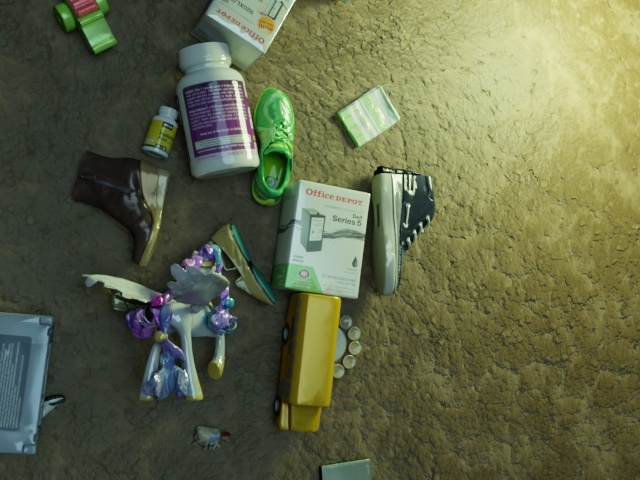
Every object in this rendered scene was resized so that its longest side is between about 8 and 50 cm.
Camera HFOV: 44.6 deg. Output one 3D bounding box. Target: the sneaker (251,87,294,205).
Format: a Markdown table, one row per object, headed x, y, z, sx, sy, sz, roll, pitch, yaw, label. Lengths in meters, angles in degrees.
| x | y | z | sx | sy | sz | roll | pitch | yaw | label |
| --- | --- | --- | --- | --- | --- | --- | --- | --- | --- |
| -0.105 | -0.235 | 1.933 | 0.110 | 0.123 | 0.295 | 4 | 84 | -21 | sneaker |

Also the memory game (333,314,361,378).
| x | y | z | sx | sy | sz | roll | pitch | yaw | label |
| --- | --- | --- | --- | --- | --- | --- | --- | --- | --- |
| 0.019 | 0.266 | 2.001 | 0.186 | 0.012 | 0.186 | 2 | 86 | -21 | memory game |

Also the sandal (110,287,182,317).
| x | y | z | sx | sy | sz | roll | pitch | yaw | label |
| --- | --- | --- | --- | --- | --- | --- | --- | --- | --- |
| -0.407 | 0.142 | 1.830 | 0.180 | 0.049 | 0.072 | -6 | 95 | -36 | sandal |

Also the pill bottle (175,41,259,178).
| x | y | z | sx | sy | sz | roll | pitch | yaw | label |
| --- | --- | --- | --- | --- | --- | --- | --- | --- | --- |
| -0.251 | -0.307 | 1.858 | 0.169 | 0.169 | 0.301 | -11 | 90 | -22 | pill bottle |

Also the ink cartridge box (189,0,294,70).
| x | y | z | sx | sy | sz | roll | pitch | yaw | label |
| --- | --- | --- | --- | --- | --- | --- | --- | --- | --- |
| -0.177 | -0.570 | 1.907 | 0.171 | 0.168 | 0.232 | 31 | 76 | -17 | ink cartridge box |

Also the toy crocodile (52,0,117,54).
| x | y | z | sx | sy | sz | roll | pitch | yaw | label |
| --- | --- | --- | --- | --- | --- | --- | --- | --- | --- |
| -0.574 | -0.592 | 1.788 | 0.115 | 0.105 | 0.340 | -28 | 96 | -21 | toy crocodile |

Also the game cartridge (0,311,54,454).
| x | y | z | sx | sy | sz | roll | pitch | yaw | label |
| --- | --- | --- | --- | --- | --- | --- | --- | --- | --- |
| -0.693 | 0.302 | 1.678 | 0.198 | 0.062 | 0.297 | 6 | 80 | -6 | game cartridge |

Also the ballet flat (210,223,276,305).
| x | y | z | sx | sy | sz | roll | pitch | yaw | label |
| --- | --- | --- | --- | --- | --- | --- | --- | --- | --- |
| -0.191 | 0.070 | 1.914 | 0.073 | 0.080 | 0.232 | -29 | 94 | 7 | ballet flat |

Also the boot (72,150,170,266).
| x | y | z | sx | sy | sz | roll | pitch | yaw | label |
| --- | --- | --- | --- | --- | --- | --- | --- | --- | --- |
| -0.471 | -0.074 | 1.815 | 0.207 | 0.090 | 0.248 | 11 | 83 | -8 | boot |

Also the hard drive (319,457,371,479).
| x | y | z | sx | sy | sz | roll | pitch | yaw | label |
| --- | --- | --- | --- | --- | --- | --- | --- | --- | --- |
| 0.065 | 0.611 | 1.986 | 0.135 | 0.022 | 0.094 | -3 | 86 | -22 | hard drive |

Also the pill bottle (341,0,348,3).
| x | y | z | sx | sy | sz | roll | pitch | yaw | label |
| --- | --- | --- | --- | --- | --- | --- | --- | --- | --- |
| 0.022 | -0.724 | 2.025 | 0.208 | 0.119 | 0.119 | 40 | 73 | -14 | pill bottle |

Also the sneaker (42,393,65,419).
| x | y | z | sx | sy | sz | roll | pitch | yaw | label |
| --- | --- | --- | --- | --- | --- | --- | --- | --- | --- |
| -0.617 | 0.377 | 1.732 | 0.109 | 0.040 | 0.043 | -22 | 98 | -13 | sneaker |

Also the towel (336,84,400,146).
| x | y | z | sx | sy | sz | roll | pitch | yaw | label |
| --- | --- | --- | --- | --- | --- | --- | --- | --- | --- |
| 0.131 | -0.333 | 2.087 | 0.152 | 0.023 | 0.113 | -36 | 98 | -20 | towel |

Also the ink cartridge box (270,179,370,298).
| x | y | z | sx | sy | sz | roll | pitch | yaw | label |
| --- | --- | --- | --- | --- | --- | --- | --- | --- | --- |
| 0.000 | 0.000 | 1.959 | 0.199 | 0.115 | 0.272 | 10 | 82 | -20 | ink cartridge box |

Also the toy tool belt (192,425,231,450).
| x | y | z | sx | sy | sz | roll | pitch | yaw | label |
| --- | --- | --- | --- | --- | --- | --- | --- | --- | --- |
| -0.260 | 0.475 | 1.861 | 0.083 | 0.052 | 0.051 | 14 | 112 | -17 | toy tool belt |

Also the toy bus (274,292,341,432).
| x | y | z | sx | sy | sz | roll | pitch | yaw | label |
| --- | --- | --- | --- | --- | --- | --- | --- | --- | --- |
| -0.031 | 0.299 | 1.902 | 0.108 | 0.130 | 0.332 | 9 | 83 | -19 | toy bus |

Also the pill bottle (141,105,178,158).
| x | y | z | sx | sy | sz | roll | pitch | yaw | label |
| --- | --- | --- | --- | --- | --- | --- | --- | --- | --- |
| -0.378 | -0.258 | 1.860 | 0.065 | 0.065 | 0.116 | 19 | 79 | -19 | pill bottle |

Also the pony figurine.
| x | y | z | sx | sy | sz | roll | pitch | yaw | label |
| --- | --- | --- | --- | --- | --- | --- | --- | --- | --- |
| -0.318 | 0.168 | 1.730 | 0.303 | 0.351 | 0.363 | 0 | 85 | 21 | pony figurine |

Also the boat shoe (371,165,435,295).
| x | y | z | sx | sy | sz | roll | pitch | yaw | label |
| --- | --- | --- | --- | --- | --- | --- | --- | --- | --- |
| 0.223 | -0.026 | 2.040 | 0.158 | 0.127 | 0.340 | 1 | 84 | -14 | boat shoe |
